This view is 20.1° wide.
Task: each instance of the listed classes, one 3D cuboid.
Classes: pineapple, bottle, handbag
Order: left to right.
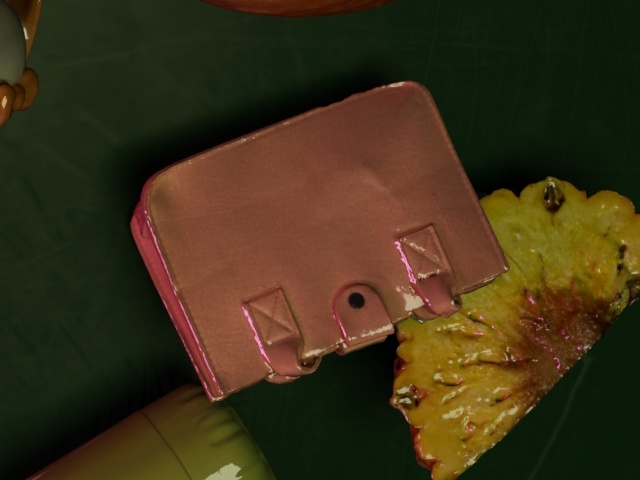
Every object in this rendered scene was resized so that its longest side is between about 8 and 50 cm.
[{"bbox_3d":[-0.157,0.199,1.166,0.260,0.112,0.112,-31,121,-13],"label":"bottle"},{"bbox_3d":[0.000,0.000,1.155,0.213,0.059,0.157,-22,83,-18],"label":"handbag"},{"bbox_3d":[0.118,0.054,1.271,0.140,0.164,0.250,44,81,6],"label":"pineapple"}]

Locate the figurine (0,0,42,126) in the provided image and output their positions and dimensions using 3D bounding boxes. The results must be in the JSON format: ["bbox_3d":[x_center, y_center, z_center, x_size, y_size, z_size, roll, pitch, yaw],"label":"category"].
[{"bbox_3d":[-0.227,-0.076,1.009,0.143,0.143,0.271,-9,113,-24],"label":"figurine"}]

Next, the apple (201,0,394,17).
[{"bbox_3d":[-0.032,-0.260,0.978,0.309,0.250,0.277,19,82,-58],"label":"apple"}]
